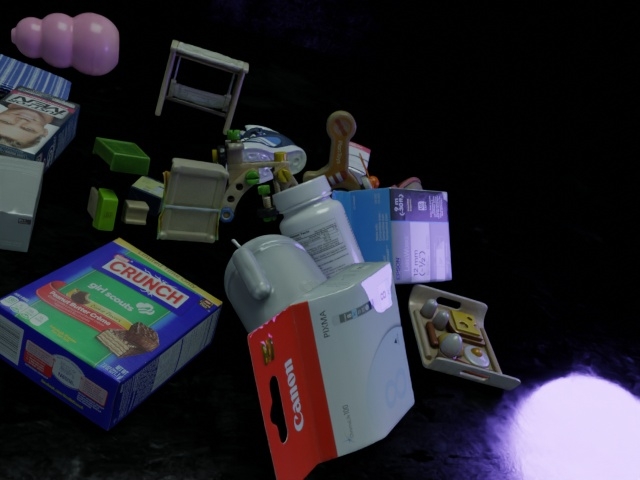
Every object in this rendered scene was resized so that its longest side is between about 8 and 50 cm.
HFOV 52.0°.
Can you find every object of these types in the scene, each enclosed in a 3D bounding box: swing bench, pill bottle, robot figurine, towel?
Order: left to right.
[{"bbox_3d":[-0.931,-0.491,1.972,0.336,0.040,0.243,18,26,-25],"label":"towel"},{"bbox_3d":[-0.397,-0.528,2.210,0.254,0.254,0.165,15,29,-15],"label":"swing bench"},{"bbox_3d":[-0.078,0.124,1.384,0.353,0.200,0.300,52,1,41],"label":"robot figurine"},{"bbox_3d":[0.000,0.000,1.549,0.160,0.160,0.282,-29,99,-56],"label":"pill bottle"}]

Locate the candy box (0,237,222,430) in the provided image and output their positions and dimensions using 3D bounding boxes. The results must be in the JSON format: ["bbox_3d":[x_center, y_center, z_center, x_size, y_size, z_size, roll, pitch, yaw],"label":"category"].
[{"bbox_3d":[-0.376,0.153,1.200,0.268,0.122,0.317,29,28,12],"label":"candy box"}]

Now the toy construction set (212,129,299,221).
[{"bbox_3d":[-0.157,-0.190,1.767,0.258,0.237,0.309,-5,12,17],"label":"toy construction set"}]

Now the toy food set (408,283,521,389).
[{"bbox_3d":[0.351,0.229,1.626,0.220,0.092,0.306,16,29,-12],"label":"toy food set"}]

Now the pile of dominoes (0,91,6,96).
[{"bbox_3d":[-1.054,-0.462,1.851,0.251,0.040,0.196,27,28,8],"label":"pile of dominoes"}]

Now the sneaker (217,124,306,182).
[{"bbox_3d":[-0.228,-0.281,2.069,0.323,0.130,0.236,-10,33,-39],"label":"sneaker"}]

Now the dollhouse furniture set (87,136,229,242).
[{"bbox_3d":[-0.396,-0.118,1.602,0.302,0.197,0.151,5,17,-34],"label":"dollhouse furniture set"}]

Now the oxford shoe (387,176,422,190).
[{"bbox_3d":[0.271,-0.120,2.182,0.130,0.123,0.348,55,33,4],"label":"oxford shoe"}]

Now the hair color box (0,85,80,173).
[{"bbox_3d":[-0.755,-0.272,1.672,0.174,0.105,0.347,17,30,-10],"label":"hair color box"}]

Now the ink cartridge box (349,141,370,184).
[{"bbox_3d":[0.085,-0.205,2.107,0.092,0.158,0.217,22,28,-5],"label":"ink cartridge box"}]

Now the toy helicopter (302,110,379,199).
[{"bbox_3d":[0.067,-0.194,1.870,0.235,0.354,0.140,2,30,-2],"label":"toy helicopter"}]

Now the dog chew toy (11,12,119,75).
[{"bbox_3d":[-0.849,-0.663,2.193,0.332,0.206,0.206,0,35,-21],"label":"dog chew toy"}]

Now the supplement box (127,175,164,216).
[{"bbox_3d":[-0.438,-0.115,1.682,0.083,0.056,0.083,22,28,-1],"label":"supplement box"}]

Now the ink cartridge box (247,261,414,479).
[{"bbox_3d":[0.038,0.236,1.174,0.091,0.307,0.385,-3,14,31],"label":"ink cartridge box"}]

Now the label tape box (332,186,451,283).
[{"bbox_3d":[0.193,-0.009,1.732,0.348,0.248,0.115,0,-3,-42],"label":"label tape box"}]

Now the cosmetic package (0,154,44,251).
[{"bbox_3d":[-0.677,-0.085,1.416,0.127,0.107,0.238,10,34,-20],"label":"cosmetic package"}]
